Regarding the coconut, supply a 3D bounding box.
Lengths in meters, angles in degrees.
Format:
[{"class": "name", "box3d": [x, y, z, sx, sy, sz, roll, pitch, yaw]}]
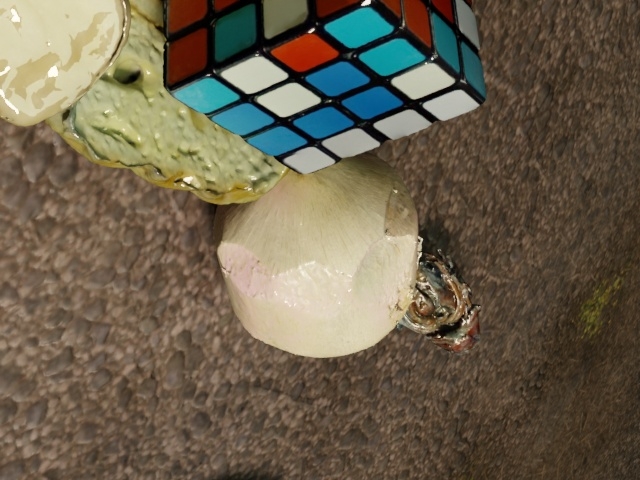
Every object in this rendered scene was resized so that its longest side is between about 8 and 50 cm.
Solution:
[{"class": "coconut", "box3d": [0.000, 0.000, 0.902, 0.171, 0.171, 0.183, -44, 154, -25]}]

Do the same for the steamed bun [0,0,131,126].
[{"class": "steamed bun", "box3d": [-0.209, -0.139, 0.595, 0.192, 0.106, 0.177, -40, 129, -8]}]

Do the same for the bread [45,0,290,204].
[{"class": "bread", "box3d": [-0.108, -0.096, 0.764, 0.232, 0.088, 0.128, 18, 69, -54]}]

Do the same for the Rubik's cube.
[{"class": "Rubik's cube", "box3d": [0.001, -0.156, 0.740, 0.151, 0.154, 0.155, 29, 50, -51]}]

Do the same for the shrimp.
[{"class": "shrimp", "box3d": [0.104, 0.055, 1.168, 0.090, 0.079, 0.233, -27, 146, 16]}]
